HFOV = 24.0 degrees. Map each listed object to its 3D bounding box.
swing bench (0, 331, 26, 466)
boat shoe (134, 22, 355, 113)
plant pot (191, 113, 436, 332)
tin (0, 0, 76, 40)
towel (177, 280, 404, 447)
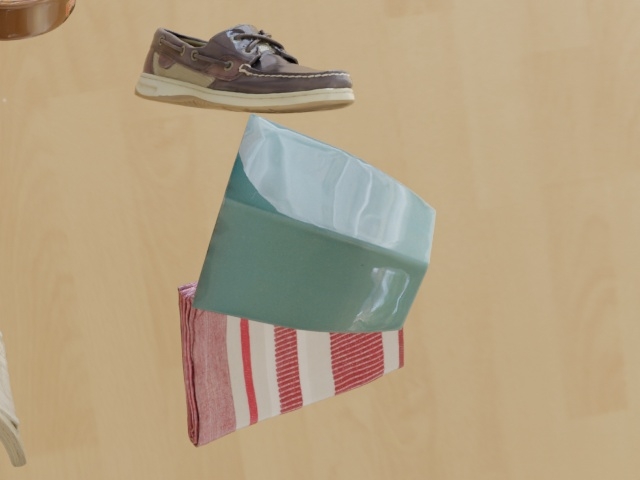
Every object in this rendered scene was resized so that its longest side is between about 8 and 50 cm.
[{"bbox_3d":[-0.471,0.176,1.630,0.255,0.253,0.165,-30,119,-3],"label":"swing bench"},{"bbox_3d":[-0.085,-0.182,1.576,0.103,0.285,0.092,-3,98,-47],"label":"boat shoe"},{"bbox_3d":[0.000,0.000,1.668,0.234,0.165,0.165,17,130,-3],"label":"plant pot"},{"bbox_3d":[-0.265,-0.186,1.054,0.190,0.106,0.040,7,134,-2],"label":"tin"},{"bbox_3d":[-0.029,0.123,1.965,0.329,0.037,0.237,-17,123,-26],"label":"towel"}]
